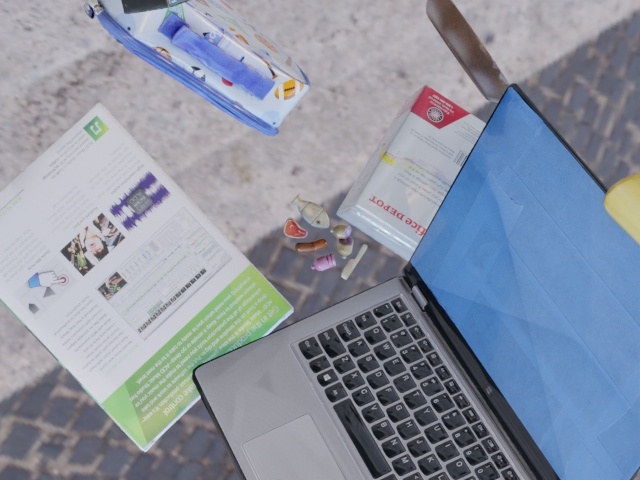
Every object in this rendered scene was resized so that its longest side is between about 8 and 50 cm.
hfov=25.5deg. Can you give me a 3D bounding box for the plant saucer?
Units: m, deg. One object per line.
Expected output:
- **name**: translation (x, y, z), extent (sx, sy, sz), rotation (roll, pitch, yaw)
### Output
- **plant saucer**: translation (0.193, -0.252, 1.857), extent (0.036, 0.198, 0.198), rotation (-35, 134, 7)

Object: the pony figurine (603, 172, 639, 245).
- **pony figurine**: translation (0.314, 0.132, 0.653), extent (0.351, 0.363, 0.303), rotation (14, 139, -25)

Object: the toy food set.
- **toy food set**: translation (0.000, 0.000, 1.909), extent (0.122, 0.019, 0.078), rotation (32, 94, -9)

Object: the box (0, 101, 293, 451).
- **box**: translation (-0.222, 0.040, 1.575), extent (0.232, 0.058, 0.322), rotation (-43, 90, -6)

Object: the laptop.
- **laptop**: translation (0.104, 0.117, 1.349), extent (0.408, 0.382, 0.236), rotation (-24, 139, -10)

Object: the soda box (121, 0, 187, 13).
- **soda box**: translation (-0.176, -0.312, 1.387), extent (0.053, 0.060, 0.168), rotation (-34, 117, -56)

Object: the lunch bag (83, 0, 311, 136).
- **lunch bag**: translation (-0.165, -0.261, 1.804), extent (0.303, 0.243, 0.115), rotation (30, 104, -32)

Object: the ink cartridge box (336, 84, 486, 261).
- **ink cartridge box**: translation (0.123, -0.076, 1.739), extent (0.128, 0.127, 0.176), rotation (33, 80, -6)
